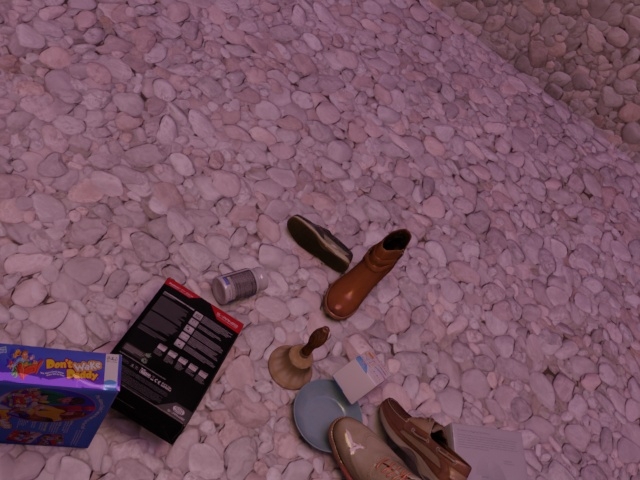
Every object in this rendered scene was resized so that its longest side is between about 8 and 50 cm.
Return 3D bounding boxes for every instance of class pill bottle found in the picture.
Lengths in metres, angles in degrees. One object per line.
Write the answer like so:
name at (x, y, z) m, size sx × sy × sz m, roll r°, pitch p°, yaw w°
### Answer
pill bottle at (-0.212, 0.117, 2.064) m, size 0.137 × 0.078 × 0.078 m, roll -15°, pitch 68°, yaw -34°

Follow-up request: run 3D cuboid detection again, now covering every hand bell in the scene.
hand bell at (-0.031, 0.273, 1.949) m, size 0.126 × 0.242 × 0.126 m, roll 14°, pitch 53°, yaw -19°

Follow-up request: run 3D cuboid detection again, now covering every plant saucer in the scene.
plant saucer at (0.014, 0.453, 1.988) m, size 0.194 × 0.037 × 0.195 m, roll 14°, pitch 54°, yaw -20°

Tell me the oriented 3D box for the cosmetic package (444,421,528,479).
cosmetic package at (0.413, 0.614, 2.024) m, size 0.224 × 0.138 × 0.225 m, roll 13°, pitch 56°, yaw -20°

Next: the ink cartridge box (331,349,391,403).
ink cartridge box at (0.112, 0.355, 2.043) m, size 0.092 × 0.090 × 0.143 m, roll 54°, pitch 20°, yaw 11°

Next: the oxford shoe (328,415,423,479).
oxford shoe at (0.178, 0.571, 1.871) m, size 0.140 × 0.146 × 0.397 m, roll -33°, pitch 72°, yaw -34°

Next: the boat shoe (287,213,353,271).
boat shoe at (0.001, 0.000, 2.258) m, size 0.223 × 0.080 × 0.073 m, roll 40°, pitch 43°, yaw -4°

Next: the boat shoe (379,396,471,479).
boat shoe at (0.270, 0.506, 1.967) m, size 0.123 × 0.116 × 0.324 m, roll 30°, pitch 12°, yaw -46°

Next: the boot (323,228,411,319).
boot at (0.138, 0.091, 2.171) m, size 0.109 × 0.220 × 0.283 m, roll 49°, pitch 51°, yaw 8°

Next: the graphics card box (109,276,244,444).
graphics card box at (-0.353, 0.272, 1.826) m, size 0.232 × 0.094 × 0.371 m, roll 33°, pitch 34°, yaw -5°

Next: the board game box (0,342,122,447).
board game box at (-0.556, 0.325, 1.573) m, size 0.233 × 0.347 × 0.078 m, roll 10°, pitch 55°, yaw -22°
